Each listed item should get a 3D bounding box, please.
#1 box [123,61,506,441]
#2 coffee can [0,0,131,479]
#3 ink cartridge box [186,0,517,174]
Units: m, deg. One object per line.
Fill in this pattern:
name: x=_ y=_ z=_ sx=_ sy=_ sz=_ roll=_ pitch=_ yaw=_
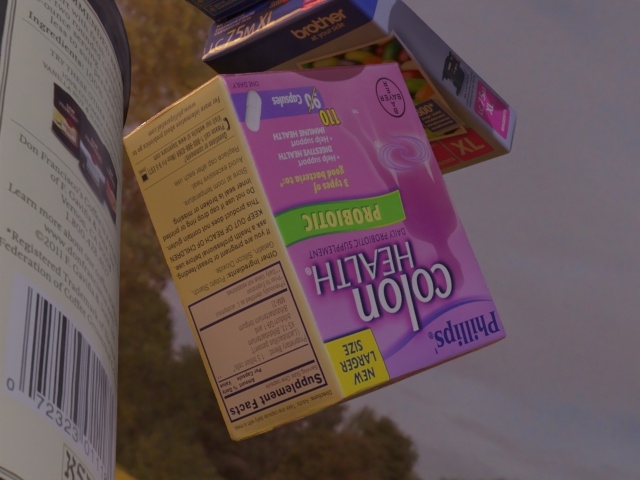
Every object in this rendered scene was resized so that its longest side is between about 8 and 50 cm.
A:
box: x=0.000 y=0.000 z=0.988 sx=0.117 sy=0.243 sz=0.214 roll=-26 pitch=-9 yaw=39
coffee can: x=-0.169 y=0.022 z=0.449 sx=0.201 sy=0.201 sz=0.275 roll=39 pitch=30 yaw=-36
ink cartridge box: x=0.025 y=-0.161 z=1.248 sx=0.186 sy=0.065 sz=0.311 roll=-17 pitch=-44 yaw=39
